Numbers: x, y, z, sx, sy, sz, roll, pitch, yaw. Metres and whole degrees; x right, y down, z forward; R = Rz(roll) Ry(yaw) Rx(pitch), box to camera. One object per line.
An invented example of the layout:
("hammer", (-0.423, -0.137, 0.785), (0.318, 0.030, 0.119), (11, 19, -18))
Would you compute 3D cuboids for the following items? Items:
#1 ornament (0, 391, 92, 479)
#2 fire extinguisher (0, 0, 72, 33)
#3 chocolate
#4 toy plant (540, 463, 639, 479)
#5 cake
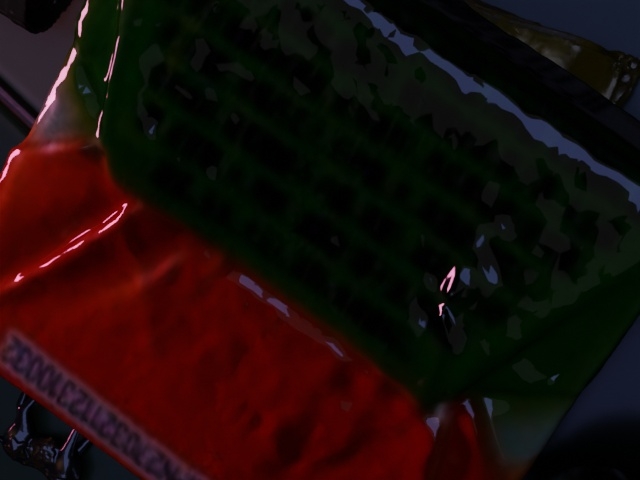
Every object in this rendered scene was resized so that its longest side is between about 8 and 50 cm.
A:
("ornament", (-0.189, 0.154, 1.293), (0.073, 0.028, 0.125), (27, 95, 9))
("fire extinguisher", (-0.285, -0.248, 1.270), (0.294, 0.093, 0.118), (32, 133, 10))
("chocolate", (0.000, 0.000, 1.146), (0.360, 0.161, 0.341), (35, 115, 9))
("toy plant", (0.197, 0.247, 1.145), (0.218, 0.175, 0.235), (-47, 119, 2))
("cake", (0.111, -0.128, 1.200), (0.116, 0.080, 0.185), (-36, 80, 13))
